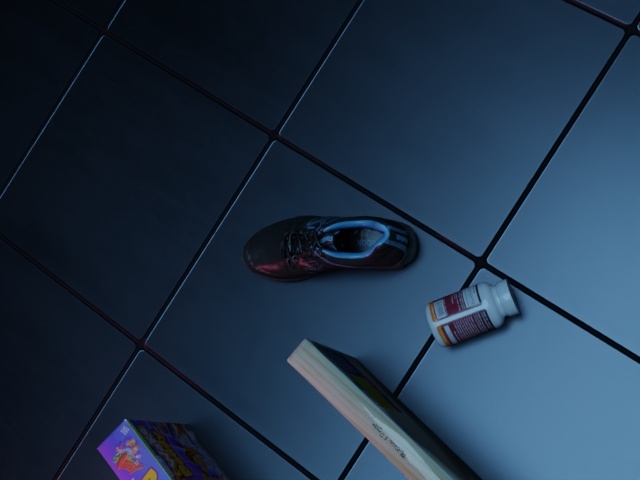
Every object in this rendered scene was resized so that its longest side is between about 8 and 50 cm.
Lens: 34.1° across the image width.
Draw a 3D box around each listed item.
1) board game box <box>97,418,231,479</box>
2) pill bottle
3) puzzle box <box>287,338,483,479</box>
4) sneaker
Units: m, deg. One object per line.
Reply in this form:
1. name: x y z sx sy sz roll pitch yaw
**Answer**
1. board game box: -0.217 0.477 1.862 0.078 0.233 0.347 -46 68 6
2. pill bottle: 0.268 0.125 1.836 0.152 0.086 0.086 -22 72 15
3. puzzle box: 0.140 0.329 1.740 0.409 0.272 0.052 42 94 24
4. sneaker: 0.000 0.000 1.935 0.341 0.139 0.125 -7 78 20
